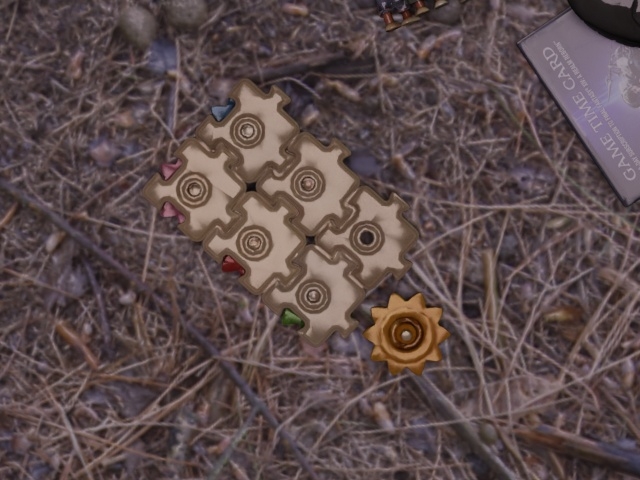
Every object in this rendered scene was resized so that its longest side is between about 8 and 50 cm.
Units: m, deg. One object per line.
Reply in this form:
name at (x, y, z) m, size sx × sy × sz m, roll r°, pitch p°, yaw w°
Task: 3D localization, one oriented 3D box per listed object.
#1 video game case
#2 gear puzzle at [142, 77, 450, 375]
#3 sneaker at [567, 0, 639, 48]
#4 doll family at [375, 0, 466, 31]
video game case at (0.358, -0.188, 1.751) m, size 0.274 × 0.026 × 0.196 m, roll -34°, pitch 91°, yaw 8°
gear puzzle at (0.000, 0.000, 1.796) m, size 0.339 × 0.044 × 0.175 m, roll 42°, pitch 96°, yaw -2°
sneaker at (0.370, -0.216, 1.670) m, size 0.286 × 0.130 × 0.109 m, roll 12°, pitch 98°, yaw 6°
doll family at (0.118, -0.285, 1.746) m, size 0.193 × 0.076 × 0.111 m, roll -21°, pitch 88°, yaw 2°
